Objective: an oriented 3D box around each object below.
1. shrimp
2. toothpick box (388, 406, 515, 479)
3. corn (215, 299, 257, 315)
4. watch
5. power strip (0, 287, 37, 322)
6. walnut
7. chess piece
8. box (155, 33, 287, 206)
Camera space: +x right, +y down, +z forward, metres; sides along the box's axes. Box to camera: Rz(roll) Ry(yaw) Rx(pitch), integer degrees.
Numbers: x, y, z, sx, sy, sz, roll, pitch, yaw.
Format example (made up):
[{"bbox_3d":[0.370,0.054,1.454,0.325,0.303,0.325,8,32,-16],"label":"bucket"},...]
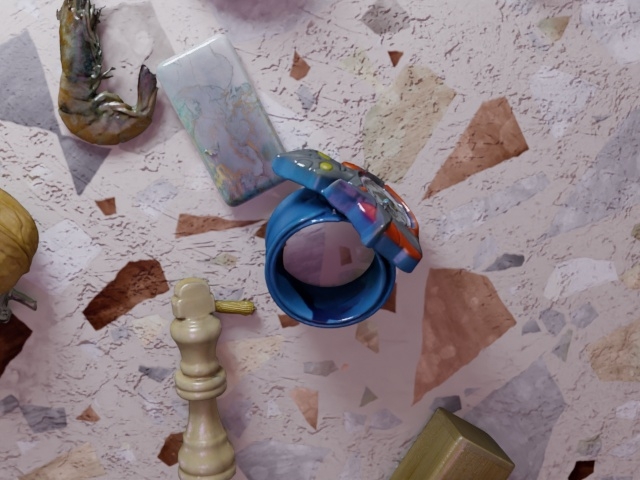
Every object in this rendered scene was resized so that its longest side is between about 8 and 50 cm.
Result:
[{"bbox_3d":[-0.360,-0.305,1.320,0.168,0.058,0.296,0,111,-11],"label":"shrimp"},{"bbox_3d":[0.232,0.519,1.577,0.190,0.187,0.308,32,95,-15],"label":"toothpick box"},{"bbox_3d":[-0.161,0.128,1.484,0.083,0.027,0.028,3,137,-7],"label":"corn"},{"bbox_3d":[0.000,0.000,1.382,0.305,0.241,0.274,33,112,-15],"label":"watch"},{"bbox_3d":[-0.649,0.084,1.386,0.287,0.053,0.093,18,101,-13],"label":"power strip"},{"bbox_3d":[-0.587,-0.009,1.300,0.225,0.193,0.193,40,97,-16],"label":"walnut"},{"bbox_3d":[-0.227,0.263,1.468,0.117,0.117,0.398,-4,105,-7],"label":"chess piece"},{"bbox_3d":[-0.166,-0.209,1.382,0.142,0.044,0.285,-29,108,-4],"label":"box"}]
